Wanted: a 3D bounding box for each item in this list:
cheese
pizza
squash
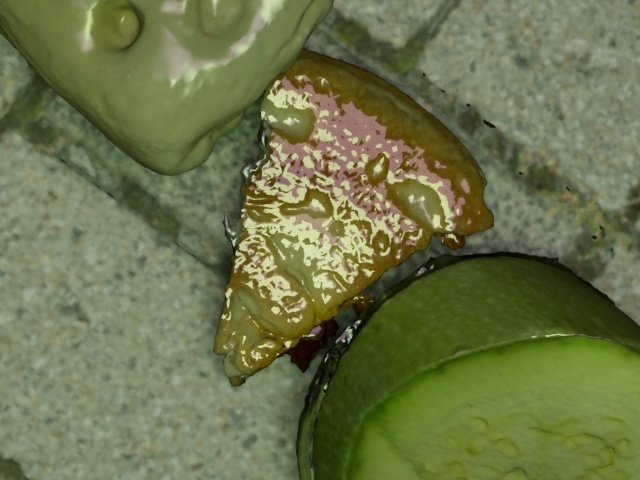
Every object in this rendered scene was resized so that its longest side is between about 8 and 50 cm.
[{"bbox_3d":[-0.123,-0.170,0.896,0.263,0.093,0.159,43,89,7],"label":"cheese"},{"bbox_3d":[-0.001,-0.001,0.952,0.154,0.069,0.194,33,91,-8],"label":"pizza"},{"bbox_3d":[0.103,0.124,0.917,0.220,0.133,0.220,-7,116,-15],"label":"squash"}]
